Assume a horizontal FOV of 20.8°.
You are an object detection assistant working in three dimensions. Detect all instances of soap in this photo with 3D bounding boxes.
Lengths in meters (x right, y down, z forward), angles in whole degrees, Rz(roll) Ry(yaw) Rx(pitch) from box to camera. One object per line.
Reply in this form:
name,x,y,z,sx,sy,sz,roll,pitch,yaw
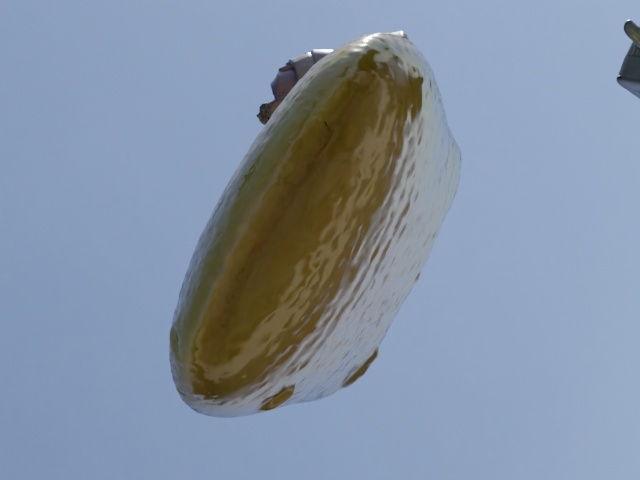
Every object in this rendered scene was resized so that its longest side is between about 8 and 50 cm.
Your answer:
soap,-0.002,-0.002,1.302,0.306,0.115,0.427,-56,-13,-1

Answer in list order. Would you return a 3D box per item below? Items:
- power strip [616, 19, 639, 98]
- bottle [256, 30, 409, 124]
power strip,0.358,-0.125,1.575,0.288,0.093,0.053,27,-94,-36
bottle,0.017,-0.133,1.606,0.152,0.099,0.099,-15,-30,5
